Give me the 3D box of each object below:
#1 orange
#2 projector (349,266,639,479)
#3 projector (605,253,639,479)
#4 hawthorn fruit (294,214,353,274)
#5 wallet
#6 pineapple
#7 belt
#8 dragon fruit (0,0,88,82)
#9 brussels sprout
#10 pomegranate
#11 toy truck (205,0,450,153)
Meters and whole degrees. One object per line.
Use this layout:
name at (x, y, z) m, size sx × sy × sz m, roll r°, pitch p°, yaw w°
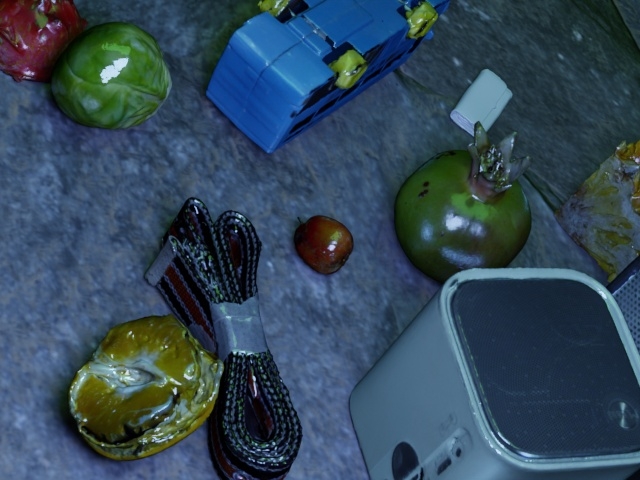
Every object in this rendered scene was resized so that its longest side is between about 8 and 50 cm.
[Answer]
orange at (-0.188, 0.166, 1.653) m, size 0.170 × 0.112 × 0.160 m, roll -10°, pitch 54°, yaw -12°
projector at (0.207, 0.199, 1.757) m, size 0.248 × 0.249 × 0.248 m, roll 1°, pitch 57°, yaw -28°
projector at (0.521, 0.155, 1.857) m, size 0.395 × 0.405 × 0.242 m, roll -1°, pitch 58°, yaw -30°
hawthorn fruit at (0.004, 0.004, 1.921) m, size 0.077 × 0.077 × 0.077 m, roll 15°, pitch 50°, yaw -18°
wallet at (0.237, -0.200, 2.238) m, size 0.061 × 0.025 × 0.122 m, roll 41°, pitch 46°, yaw -4°
pineapple at (0.421, -0.035, 2.128) m, size 0.114 × 0.236 × 0.186 m, roll -12°, pitch 23°, yaw -40°
belt at (-0.103, 0.120, 1.754) m, size 0.126 × 0.094 × 0.359 m, roll 0°, pitch 57°, yaw -30°
dragon fruit at (-0.354, -0.282, 1.918) m, size 0.153 × 0.111 × 0.153 m, roll 12°, pitch 51°, yaw -16°
brussels sprout at (-0.257, -0.196, 1.885) m, size 0.155 × 0.155 × 0.117 m, roll 3°, pitch 43°, yaw -27°
pomegranate at (0.193, -0.048, 1.960) m, size 0.182 × 0.224 × 0.181 m, roll 9°, pitch 54°, yaw -13°
toy truck at (0.017, -0.273, 2.079) m, size 0.161 × 0.162 × 0.385 m, roll 43°, pitch 46°, yaw 8°
